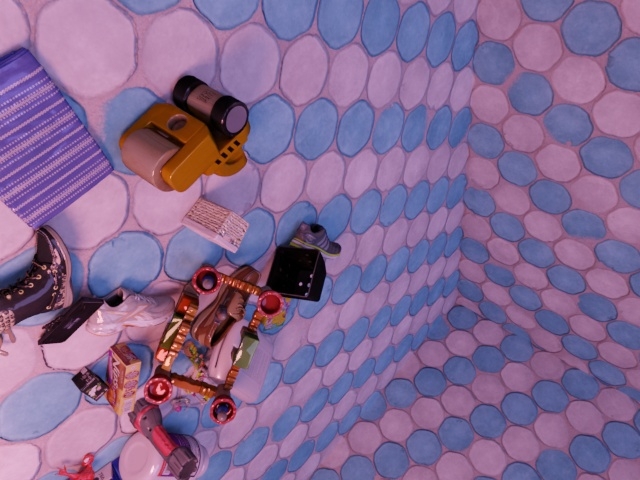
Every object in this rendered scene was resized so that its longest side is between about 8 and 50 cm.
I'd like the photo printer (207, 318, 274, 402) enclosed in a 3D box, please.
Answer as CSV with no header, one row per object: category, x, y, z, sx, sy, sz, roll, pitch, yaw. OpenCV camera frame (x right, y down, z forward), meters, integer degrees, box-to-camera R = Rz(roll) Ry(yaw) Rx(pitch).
photo printer,-0.302,0.448,1.742,0.308,0.107,0.256,60,39,-52

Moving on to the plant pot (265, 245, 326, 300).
plant pot,-0.074,0.144,1.765,0.167,0.187,0.188,46,53,-55

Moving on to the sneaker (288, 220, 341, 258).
sneaker,0.000,0.000,1.876,0.299,0.111,0.122,12,100,-56

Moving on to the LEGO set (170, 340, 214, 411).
LEGO set,-0.443,0.494,1.662,0.132,0.107,0.287,-7,119,-49

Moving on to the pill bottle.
pill bottle,-0.553,0.798,1.673,0.182,0.181,0.323,-55,145,-8

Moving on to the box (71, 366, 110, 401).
box,-0.676,0.423,1.356,0.052,0.062,0.083,-46,142,-23

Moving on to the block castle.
block castle,-0.336,0.318,1.450,0.302,0.213,0.454,24,92,-15

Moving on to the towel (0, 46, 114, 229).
towel,-0.634,-0.208,0.996,0.243,0.040,0.336,-46,145,-23

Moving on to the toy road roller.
toy road roller,-0.326,-0.243,1.216,0.330,0.202,0.241,-49,154,-19

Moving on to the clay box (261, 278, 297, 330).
clay box,-0.180,0.253,1.870,0.127,0.053,0.222,-5,118,-51

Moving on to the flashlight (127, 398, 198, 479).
flashlight,-0.513,0.640,1.505,0.103,0.304,0.103,-49,143,-18

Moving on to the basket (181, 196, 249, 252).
basket,-0.315,-0.050,1.393,0.103,0.167,0.113,-62,146,-10

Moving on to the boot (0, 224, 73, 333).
boot,-0.684,0.094,1.074,0.178,0.085,0.237,-32,141,-49

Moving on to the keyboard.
keyboard,-0.662,0.209,1.200,0.180,0.023,0.108,-43,161,9

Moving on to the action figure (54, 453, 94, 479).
action figure,-0.797,0.803,1.419,0.139,0.091,0.281,33,56,-32

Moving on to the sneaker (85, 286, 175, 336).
sneaker,-0.540,0.187,1.337,0.262,0.099,0.121,-12,119,-49

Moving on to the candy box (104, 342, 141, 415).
candy box,-0.606,0.423,1.404,0.053,0.109,0.187,-9,121,-48

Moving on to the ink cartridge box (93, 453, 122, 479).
ink cartridge box,-0.786,0.887,1.549,0.332,0.065,0.166,-33,136,-35

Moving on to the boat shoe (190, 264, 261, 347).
boat shoe,-0.315,0.243,1.633,0.324,0.119,0.123,-52,144,-11

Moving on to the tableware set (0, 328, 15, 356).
tableware set,-0.801,0.209,1.067,0.128,0.039,0.194,-29,134,-38
